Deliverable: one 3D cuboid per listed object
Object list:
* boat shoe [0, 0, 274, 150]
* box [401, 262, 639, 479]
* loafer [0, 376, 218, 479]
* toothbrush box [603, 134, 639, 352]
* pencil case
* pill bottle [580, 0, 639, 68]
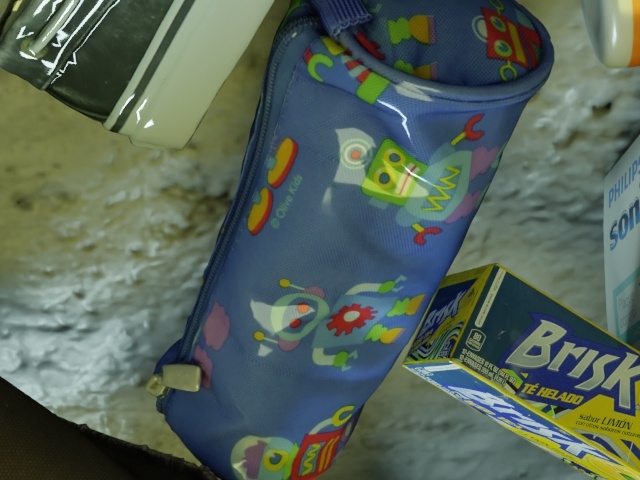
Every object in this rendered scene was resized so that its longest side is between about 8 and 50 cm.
[{"bbox_3d":[-0.055,-0.169,0.471,0.119,0.121,0.335,16,130,-19],"label":"boat shoe"},{"bbox_3d":[0.128,0.077,0.578,0.169,0.054,0.059,31,163,-14],"label":"box"},{"bbox_3d":[-0.205,0.134,0.651,0.366,0.134,0.130,6,124,26],"label":"loafer"},{"bbox_3d":[0.307,-0.006,0.558,0.296,0.126,0.216,4,161,-4],"label":"toothbrush box"},{"bbox_3d":[0.000,0.000,0.613,0.133,0.119,0.306,-1,133,-31],"label":"pencil case"},{"bbox_3d":[0.196,-0.131,0.532,0.152,0.086,0.086,-10,129,6],"label":"pill bottle"}]
